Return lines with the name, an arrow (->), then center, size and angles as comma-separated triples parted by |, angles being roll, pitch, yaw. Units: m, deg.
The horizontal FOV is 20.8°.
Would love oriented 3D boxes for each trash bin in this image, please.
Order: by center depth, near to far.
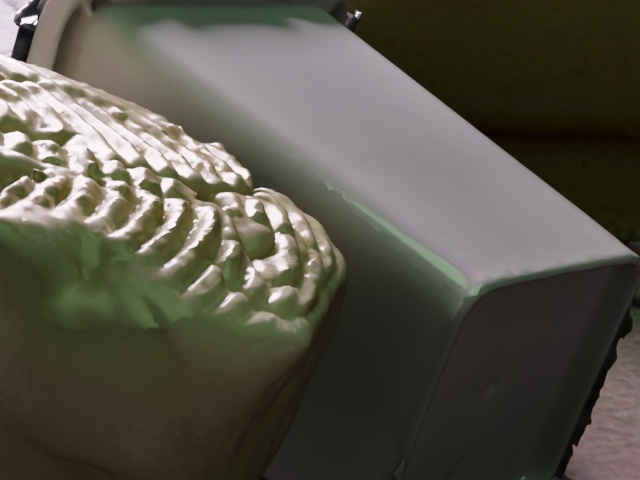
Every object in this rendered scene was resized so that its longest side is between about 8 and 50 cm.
trash bin -> 0.000, 0.000, 1.061 | 0.367, 0.256, 0.296 | 35, 26, 33

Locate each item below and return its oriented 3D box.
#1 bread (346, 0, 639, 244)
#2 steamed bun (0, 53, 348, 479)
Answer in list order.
bread -> 0.069, -0.097, 1.305 | 0.361, 0.233, 0.245 | -19, 38, -39
steamed bun -> -0.149, 0.038, 0.837 | 0.289, 0.203, 0.276 | 23, 17, 5
